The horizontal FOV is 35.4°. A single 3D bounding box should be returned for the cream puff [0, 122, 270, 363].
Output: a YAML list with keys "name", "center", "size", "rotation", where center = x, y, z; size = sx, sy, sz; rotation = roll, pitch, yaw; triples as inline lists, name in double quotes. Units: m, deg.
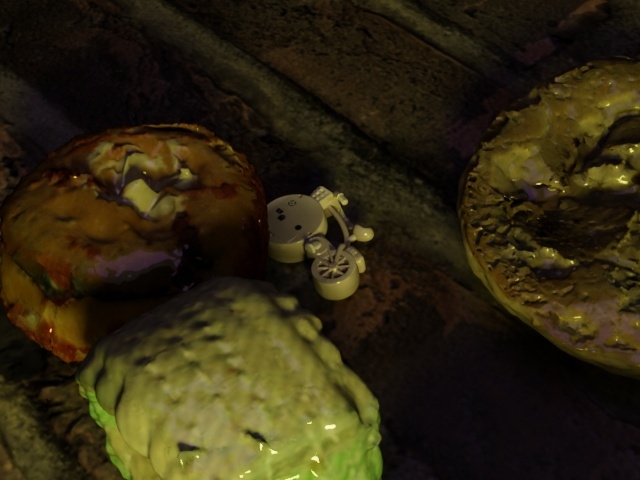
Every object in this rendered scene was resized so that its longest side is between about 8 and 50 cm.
- name: "cream puff"
  center: [-0.155, 0.009, 0.849]
  size: [0.240, 0.164, 0.240]
  rotation: [4, 39, -3]

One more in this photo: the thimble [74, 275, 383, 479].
- name: "thimble"
  center: [-0.058, 0.135, 0.686]
  size: [0.150, 0.219, 0.219]
  rotation: [-29, 52, -20]

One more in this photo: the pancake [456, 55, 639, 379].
- name: "pancake"
  center: [0.303, -0.024, 0.876]
  size: [0.386, 0.082, 0.387]
  rotation: [-3, 44, 3]

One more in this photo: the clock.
- name: "clock"
  center: [0.000, 0.000, 0.916]
  size: [0.087, 0.041, 0.129]
  rotation: [-31, 48, -16]
